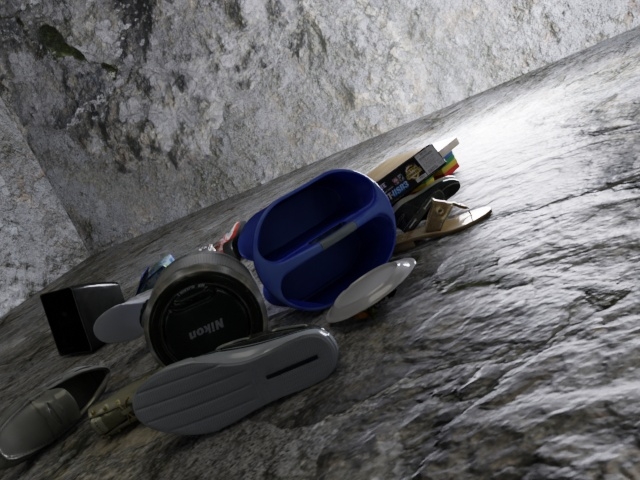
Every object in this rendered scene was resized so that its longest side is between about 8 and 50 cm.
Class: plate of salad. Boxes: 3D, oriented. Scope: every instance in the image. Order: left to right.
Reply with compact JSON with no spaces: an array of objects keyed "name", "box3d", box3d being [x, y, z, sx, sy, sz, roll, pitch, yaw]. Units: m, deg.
[{"name":"plate of salad","box3d":[0.096,0.098,1.354,0.200,0.048,0.200,-34,8,6]}]

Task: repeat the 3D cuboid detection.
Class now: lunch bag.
[{"name":"lunch bag","box3d":[-0.522,0.128,2.333,0.151,0.096,0.129,-38,13,11]}]

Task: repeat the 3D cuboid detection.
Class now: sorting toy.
[{"name":"sorting toy","box3d":[0.245,-0.179,2.078,0.256,0.089,0.257,-14,18,43]}]

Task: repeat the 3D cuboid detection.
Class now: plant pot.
[{"name":"plant pot","box3d":[-0.659,0.207,2.092,0.188,0.188,0.167,-14,6,42]}]

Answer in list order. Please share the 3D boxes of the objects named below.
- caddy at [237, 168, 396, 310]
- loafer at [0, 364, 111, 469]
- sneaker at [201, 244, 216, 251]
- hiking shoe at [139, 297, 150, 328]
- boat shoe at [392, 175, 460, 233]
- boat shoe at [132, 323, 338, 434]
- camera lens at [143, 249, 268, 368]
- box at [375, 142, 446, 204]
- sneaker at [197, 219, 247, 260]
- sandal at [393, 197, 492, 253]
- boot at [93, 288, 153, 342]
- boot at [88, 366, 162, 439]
[{"name":"caddy","box3d":[0.000,0.000,1.506,0.341,0.241,0.179,-33,8,-27]},{"name":"loafer","box3d":[-0.541,0.339,1.469,0.112,0.112,0.319,-29,10,26]},{"name":"sneaker","box3d":[-0.362,0.104,2.081,0.146,0.102,0.293,-25,13,8]},{"name":"hiking shoe","box3d":[-0.257,0.168,1.684,0.304,0.113,0.132,-21,47,-36]},{"name":"boat shoe","box3d":[0.259,-0.082,1.735,0.233,0.079,0.084,-30,-28,-35]},{"name":"boat shoe","box3d":[-0.132,0.224,1.190,0.335,0.121,0.119,-15,5,-2]},{"name":"camera lens","box3d":[-0.218,0.137,1.399,0.220,0.219,0.274,-27,10,-5]},{"name":"box","box3d":[0.130,-0.090,1.804,0.293,0.073,0.295,-34,-4,-34]},{"name":"sneaker","box3d":[-0.313,0.017,2.358,0.145,0.090,0.270,-20,16,14]},{"name":"sandal","box3d":[0.245,-0.051,1.586,0.240,0.079,0.088,-23,13,13]},{"name":"boot","box3d":[-0.442,0.180,1.809,0.258,0.095,0.123,-22,4,-27]},{"name":"boot","box3d":[-0.332,0.299,1.309,0.165,0.077,0.213,-27,8,-10]}]
